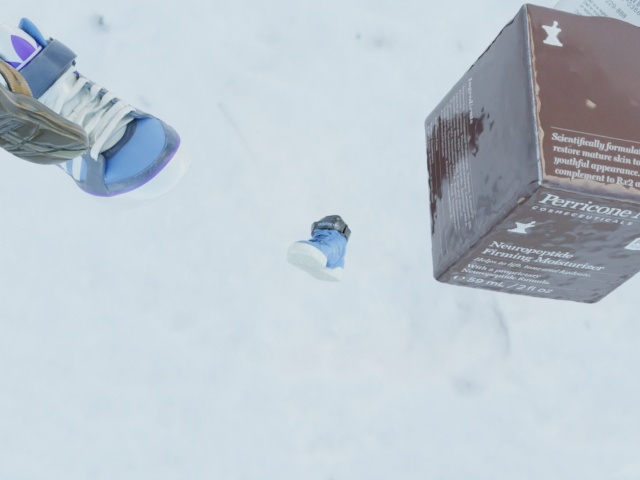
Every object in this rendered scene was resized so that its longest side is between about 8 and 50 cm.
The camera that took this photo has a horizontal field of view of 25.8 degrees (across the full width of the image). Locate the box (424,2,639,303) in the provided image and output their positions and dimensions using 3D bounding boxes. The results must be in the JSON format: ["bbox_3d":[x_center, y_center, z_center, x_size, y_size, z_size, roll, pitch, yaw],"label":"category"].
[{"bbox_3d":[0.204,-0.066,1.178,0.168,0.167,0.203,8,154,-18],"label":"box"}]

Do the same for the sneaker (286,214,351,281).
[{"bbox_3d":[-0.001,0.000,1.890,0.058,0.152,0.084,5,77,23],"label":"sneaker"}]

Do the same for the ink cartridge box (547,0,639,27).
[{"bbox_3d":[0.402,-0.265,1.464,0.211,0.121,0.289,43,101,-2],"label":"ink cartridge box"}]

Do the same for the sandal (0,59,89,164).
[{"bbox_3d":[-0.295,-0.133,1.270,0.090,0.060,0.219,-18,152,33],"label":"sandal"}]

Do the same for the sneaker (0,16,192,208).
[{"bbox_3d":[-0.325,-0.172,1.771,0.130,0.323,0.236,-50,128,-15],"label":"sneaker"}]
